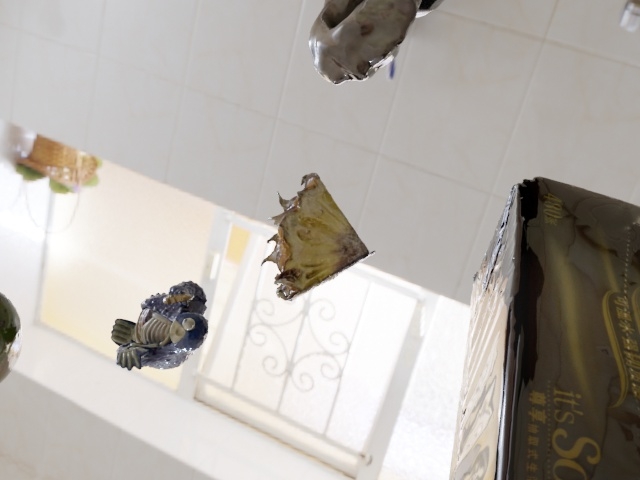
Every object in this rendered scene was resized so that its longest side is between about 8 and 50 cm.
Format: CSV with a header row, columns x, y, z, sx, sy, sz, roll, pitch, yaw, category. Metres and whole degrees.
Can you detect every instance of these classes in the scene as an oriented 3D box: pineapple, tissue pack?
x,y,z,sx,sy,sz,roll,pitch,yaw,category
0.000,0.000,0.752,0.116,0.137,0.069,10,179,3,pineapple
0.209,0.147,0.566,0.210,0.198,0.370,18,-135,0,tissue pack

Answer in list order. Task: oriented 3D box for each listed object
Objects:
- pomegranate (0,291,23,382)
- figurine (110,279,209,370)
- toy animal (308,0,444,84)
x,y,z,sx,sy,sz,roll,pitch,yaw,category
-0.525,0.152,0.993,0.181,0.181,0.224,22,-133,19,pomegranate
-0.233,0.144,1.135,0.121,0.164,0.262,48,169,-16,figurine
0.121,-0.281,0.549,0.194,0.303,0.344,28,150,-32,toy animal
